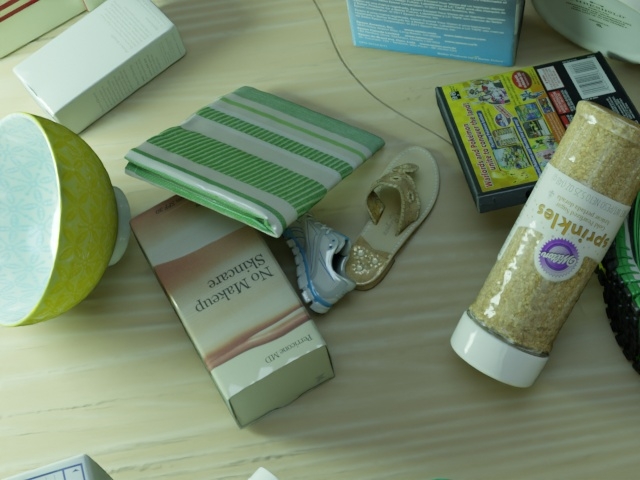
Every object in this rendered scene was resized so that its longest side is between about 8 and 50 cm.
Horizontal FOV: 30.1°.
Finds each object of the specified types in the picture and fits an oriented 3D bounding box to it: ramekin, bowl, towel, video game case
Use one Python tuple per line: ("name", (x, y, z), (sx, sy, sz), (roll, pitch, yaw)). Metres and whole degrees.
("ramekin", (0.415, -0.354, 1.659), (0.273, 0.273, 0.127), (26, 83, 18))
("bowl", (-0.355, -0.023, 1.626), (0.156, 0.289, 0.289), (5, 55, -40))
("towel", (-0.084, -0.117, 1.624), (0.248, 0.038, 0.325), (22, 31, 16))
("video game case", (0.306, -0.155, 1.636), (0.248, 0.035, 0.274), (-12, 39, 1))

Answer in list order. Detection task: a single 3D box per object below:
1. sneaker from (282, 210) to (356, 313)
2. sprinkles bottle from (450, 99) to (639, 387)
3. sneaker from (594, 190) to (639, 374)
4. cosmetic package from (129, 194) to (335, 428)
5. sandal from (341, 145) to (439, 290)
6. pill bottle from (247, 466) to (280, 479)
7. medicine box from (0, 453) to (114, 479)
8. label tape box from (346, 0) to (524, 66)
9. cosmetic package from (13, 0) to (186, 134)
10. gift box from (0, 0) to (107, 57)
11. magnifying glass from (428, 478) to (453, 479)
("sneaker", (0.000, 0.000, 1.625), (0.083, 0.071, 0.190), (-31, 69, 25))
("sprinkles bottle", (0.293, 0.006, 1.481), (0.121, 0.121, 0.355), (31, 104, 19))
("sneaker", (0.437, 0.041, 1.530), (0.146, 0.134, 0.343), (-13, 63, 0))
("cosmetic package", (-0.119, 0.077, 1.581), (0.153, 0.129, 0.296), (-30, 65, -9))
("sandal", (0.099, -0.047, 1.642), (0.088, 0.079, 0.240), (22, 69, 16))
("pill bottle", (-0.112, 0.382, 1.439), (0.117, 0.117, 0.215), (36, 73, 21))
("medicine box", (-0.371, 0.435, 1.427), (0.289, 0.149, 0.263), (-17, 64, -1))
("label tape box", (0.161, -0.390, 1.650), (0.249, 0.347, 0.115), (10, 66, 11))
("cosmetic package", (-0.332, -0.272, 1.802), (0.231, 0.085, 0.117), (-38, 66, -9))
("gift box", (-0.474, -0.466, 1.812), (0.258, 0.276, 0.255), (-32, 70, -10))
("magnifying glass", (0.086, 0.353, 1.484), (0.231, 0.026, 0.092), (-8, 64, 1))
